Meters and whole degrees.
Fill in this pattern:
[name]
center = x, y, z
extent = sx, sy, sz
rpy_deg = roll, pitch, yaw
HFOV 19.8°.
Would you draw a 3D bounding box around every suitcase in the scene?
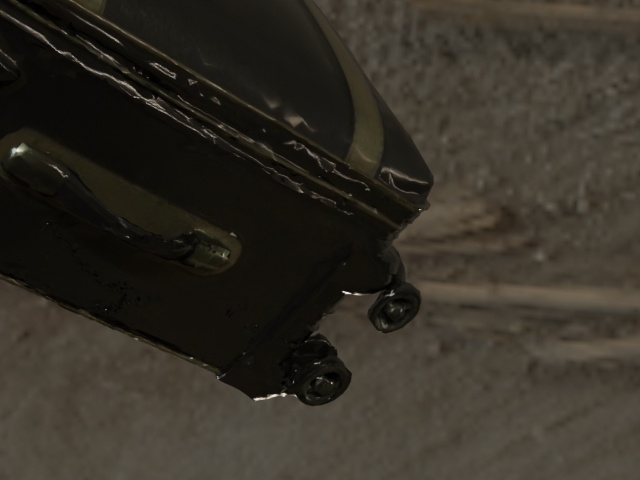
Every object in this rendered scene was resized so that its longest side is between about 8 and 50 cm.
[suitcase]
center = -0.130, -0.094, 0.925
extent = 0.194, 0.283, 0.434
rpy_deg = -46, 138, 15
